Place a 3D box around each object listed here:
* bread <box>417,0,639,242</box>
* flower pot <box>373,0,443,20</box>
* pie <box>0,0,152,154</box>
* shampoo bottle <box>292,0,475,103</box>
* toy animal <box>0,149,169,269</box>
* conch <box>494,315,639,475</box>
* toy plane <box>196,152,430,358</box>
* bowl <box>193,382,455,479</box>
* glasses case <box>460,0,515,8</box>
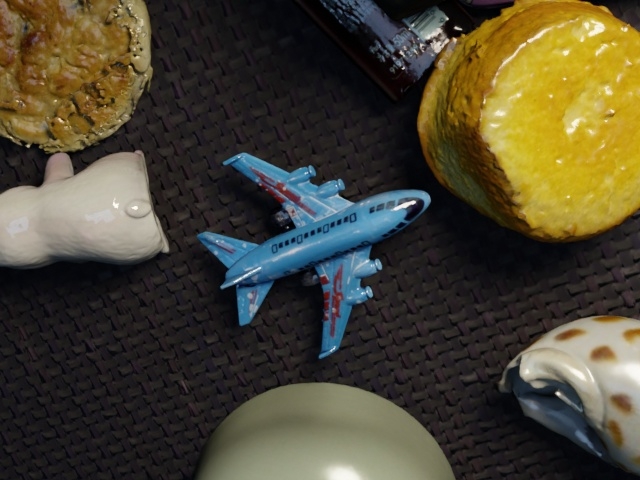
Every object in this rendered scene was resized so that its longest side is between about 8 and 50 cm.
[{"bbox_3d":[0.240,-0.122,0.928,0.268,0.146,0.268,-4,109,-12],"label":"bread"},{"bbox_3d":[0.098,-0.348,0.797,0.379,0.379,0.251,-25,97,14],"label":"flower pot"},{"bbox_3d":[-0.322,-0.234,1.062,0.274,0.055,0.274,3,109,10],"label":"pie"},{"bbox_3d":[0.011,-0.302,0.976,0.323,0.084,0.129,44,100,-2],"label":"shampoo bottle"},{"bbox_3d":[-0.318,-0.024,1.063,0.282,0.138,0.140,-9,104,9],"label":"toy animal"},{"bbox_3d":[0.343,0.171,0.999,0.275,0.183,0.149,38,75,-7],"label":"conch"},{"bbox_3d":[0.000,0.000,1.037,0.271,0.105,0.254,-23,99,13],"label":"toy plane"},{"bbox_3d":[-0.009,0.366,1.084,0.354,0.185,0.354,2,104,9],"label":"bowl"},{"bbox_3d":[0.281,-0.312,0.930,0.316,0.076,0.123,-5,98,12],"label":"glasses case"}]
